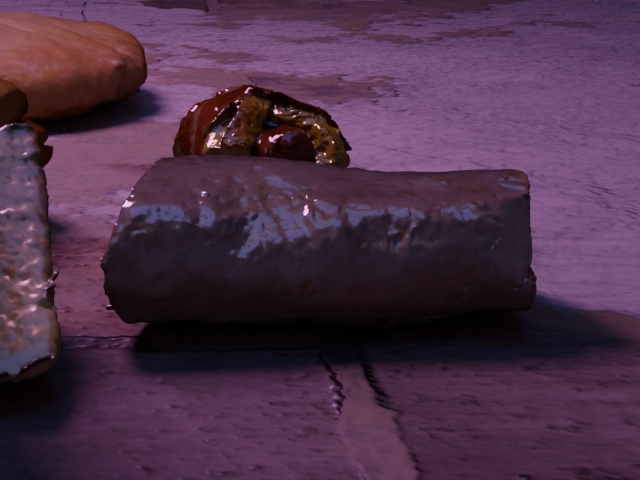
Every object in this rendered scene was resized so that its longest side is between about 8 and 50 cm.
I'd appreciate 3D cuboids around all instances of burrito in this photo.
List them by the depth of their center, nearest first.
[{"bbox_3d":[0.001,0.002,0.945,0.299,0.105,0.143,1,20,-10],"label":"burrito"}]

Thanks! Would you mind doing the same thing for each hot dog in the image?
[{"bbox_3d":[-0.058,-0.094,1.265,0.146,0.103,0.213,-6,17,-23],"label":"hot dog"}]

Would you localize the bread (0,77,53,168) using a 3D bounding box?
[{"bbox_3d":[-0.425,-0.100,1.086,0.314,0.191,0.370,17,23,40],"label":"bread"}]

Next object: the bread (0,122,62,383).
[{"bbox_3d":[-0.264,0.012,0.804,0.240,0.135,0.178,-2,14,-20],"label":"bread"}]

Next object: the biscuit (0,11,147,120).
[{"bbox_3d":[-0.426,-0.213,1.623,0.446,0.104,0.429,8,17,22],"label":"biscuit"}]
